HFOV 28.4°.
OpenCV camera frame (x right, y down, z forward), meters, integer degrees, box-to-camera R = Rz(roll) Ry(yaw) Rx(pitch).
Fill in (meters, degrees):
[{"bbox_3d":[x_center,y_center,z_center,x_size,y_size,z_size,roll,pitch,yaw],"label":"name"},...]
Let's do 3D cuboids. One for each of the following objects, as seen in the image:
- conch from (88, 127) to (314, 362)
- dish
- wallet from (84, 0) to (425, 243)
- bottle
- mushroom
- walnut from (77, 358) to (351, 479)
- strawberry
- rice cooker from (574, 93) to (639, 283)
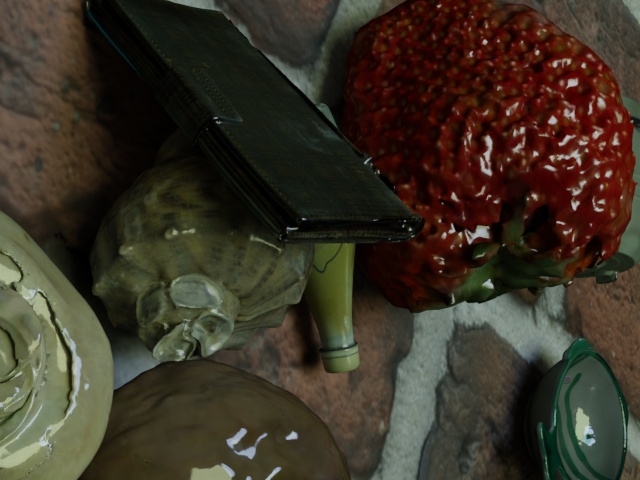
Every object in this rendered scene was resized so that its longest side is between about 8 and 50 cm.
[{"bbox_3d":[-0.079,-0.006,1.100,0.210,0.159,0.291,46,49,-36],"label":"conch"},{"bbox_3d":[0.310,0.243,1.617,0.246,0.078,0.224,-13,94,-53],"label":"dish"},{"bbox_3d":[-0.061,-0.107,1.072,0.169,0.044,0.317,-1,42,-49],"label":"wallet"},{"bbox_3d":[0.000,0.000,1.258,0.083,0.083,0.269,-20,101,-51],"label":"bottle"},{"bbox_3d":[-0.246,0.085,0.819,0.246,0.202,0.246,13,68,-34],"label":"mushroom"},{"bbox_3d":[-0.099,0.223,0.984,0.273,0.227,0.273,14,72,-52],"label":"walnut"},{"bbox_3d":[0.165,-0.105,1.338,0.267,0.312,0.351,53,19,-71],"label":"strawberry"},{"bbox_3d":[0.294,-0.076,1.546,0.226,0.226,0.244,16,74,-50],"label":"rice cooker"}]
